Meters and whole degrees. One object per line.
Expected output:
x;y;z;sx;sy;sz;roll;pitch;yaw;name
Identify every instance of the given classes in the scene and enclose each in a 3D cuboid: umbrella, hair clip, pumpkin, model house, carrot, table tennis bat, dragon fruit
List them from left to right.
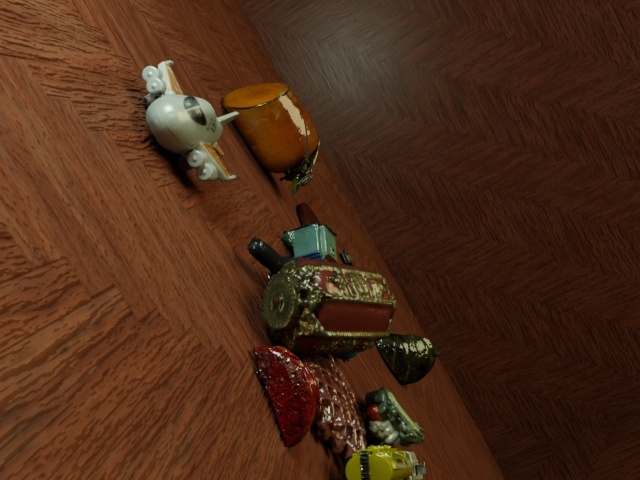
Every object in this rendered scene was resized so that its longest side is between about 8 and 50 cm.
-0.107;-0.302;1.503;0.331;0.214;0.193;61;37;-23;carrot
-0.036;0.231;0.841;0.162;0.083;0.106;63;8;19;dragon fruit
-0.042;0.091;1.085;0.340;0.118;0.118;49;16;-48;umbrella
-0.012;0.050;1.345;0.148;0.119;0.148;46;29;-58;model house
0.000;0.000;1.679;0.200;0.038;0.310;50;15;-46;table tennis bat
0.132;0.389;1.124;0.138;0.091;0.321;50;-12;16;hair clip
0.310;0.390;1.798;0.278;0.163;0.111;55;11;-25;pumpkin

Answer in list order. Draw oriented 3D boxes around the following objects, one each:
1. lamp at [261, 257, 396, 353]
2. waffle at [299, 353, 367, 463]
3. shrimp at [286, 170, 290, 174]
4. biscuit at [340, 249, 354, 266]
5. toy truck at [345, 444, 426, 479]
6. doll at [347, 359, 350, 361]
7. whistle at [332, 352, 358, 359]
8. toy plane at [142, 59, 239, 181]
0.019;0.124;0.986;0.274;0.177;0.177;10;48;-45;lamp
0.024;0.300;0.996;0.234;0.055;0.221;62;11;-2;waffle
-0.144;-0.350;1.833;0.222;0.054;0.290;15;55;-75;shrimp
0.101;0.070;1.993;0.087;0.027;0.089;59;12;-17;biscuit
0.120;0.423;0.934;0.227;0.098;0.114;42;42;-60;toy truck
0.066;0.268;1.337;0.093;0.051;0.061;-46;135;-56;doll
0.061;0.238;1.247;0.090;0.090;0.158;64;10;15;whistle
-0.229;-0.213;0.959;0.244;0.117;0.244;59;11;-19;toy plane
